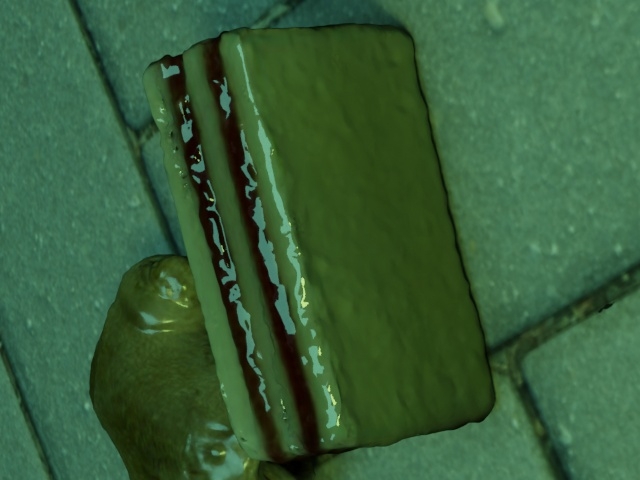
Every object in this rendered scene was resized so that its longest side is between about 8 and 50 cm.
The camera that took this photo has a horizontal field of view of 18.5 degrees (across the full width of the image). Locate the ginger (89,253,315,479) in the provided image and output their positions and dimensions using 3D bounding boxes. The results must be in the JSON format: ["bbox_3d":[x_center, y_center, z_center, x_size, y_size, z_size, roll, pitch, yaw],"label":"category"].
[{"bbox_3d":[-0.101,0.122,1.652,0.276,0.130,0.221,1,92,43],"label":"ginger"}]

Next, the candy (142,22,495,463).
[{"bbox_3d":[0.000,0.000,1.462,0.135,0.179,0.320,-14,90,48],"label":"candy"}]
